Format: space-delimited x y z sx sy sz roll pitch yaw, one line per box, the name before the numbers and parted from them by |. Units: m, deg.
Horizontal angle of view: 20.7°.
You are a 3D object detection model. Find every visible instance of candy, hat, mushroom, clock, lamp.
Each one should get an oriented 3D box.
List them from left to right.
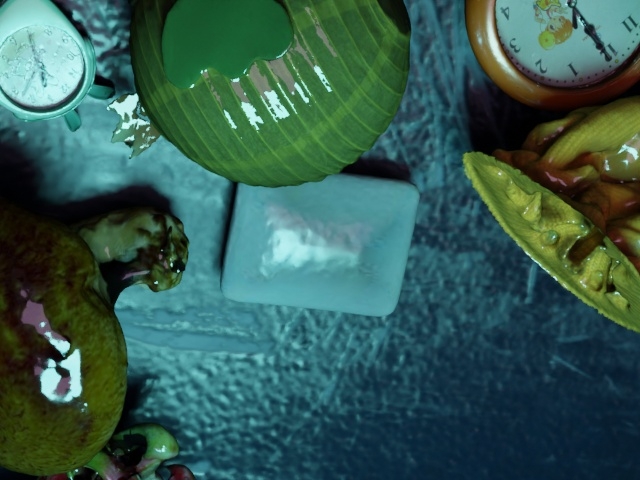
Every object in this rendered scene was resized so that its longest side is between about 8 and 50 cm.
mushroom | -0.263 0.078 1.557 0.254 0.267 0.267 10 110 -50
clock | -0.247 -0.153 1.552 0.101 0.041 0.135 -44 112 5
lamp | -0.062 -0.154 1.495 0.284 0.250 0.250 -28 113 19
candy | 0.000 0.000 1.638 0.174 0.071 0.138 7 107 -14
clock | 0.231 -0.220 1.620 0.205 0.051 0.205 -4 109 -11
hat | 0.293 -0.078 1.626 0.244 0.233 0.233 42 80 1

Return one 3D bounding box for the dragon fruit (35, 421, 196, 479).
dragon fruit | -0.218 0.308 1.651 0.218 0.198 0.272 38 73 -10
